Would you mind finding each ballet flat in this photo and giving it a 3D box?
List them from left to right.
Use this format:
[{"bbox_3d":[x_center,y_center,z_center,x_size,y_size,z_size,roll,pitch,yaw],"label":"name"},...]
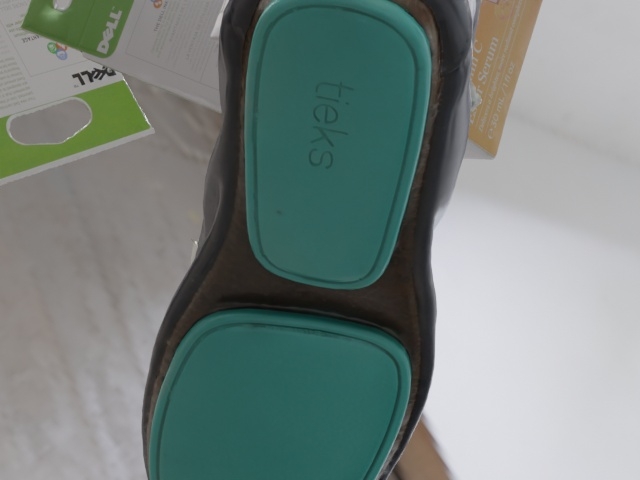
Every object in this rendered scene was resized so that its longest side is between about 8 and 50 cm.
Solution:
[{"bbox_3d":[0.000,0.000,0.447,0.074,0.203,0.074,7,42,-6],"label":"ballet flat"}]

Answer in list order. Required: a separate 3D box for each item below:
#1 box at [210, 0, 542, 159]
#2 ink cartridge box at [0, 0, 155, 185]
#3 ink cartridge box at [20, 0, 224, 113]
[{"bbox_3d":[0.039,-0.139,1.074,0.170,0.091,0.130,30,73,-43],"label":"box"},{"bbox_3d":[-0.286,-0.154,1.510,0.188,0.097,0.255,-23,79,-42],"label":"ink cartridge box"},{"bbox_3d":[-0.087,-0.151,1.207,0.209,0.109,0.062,23,4,28],"label":"ink cartridge box"}]
